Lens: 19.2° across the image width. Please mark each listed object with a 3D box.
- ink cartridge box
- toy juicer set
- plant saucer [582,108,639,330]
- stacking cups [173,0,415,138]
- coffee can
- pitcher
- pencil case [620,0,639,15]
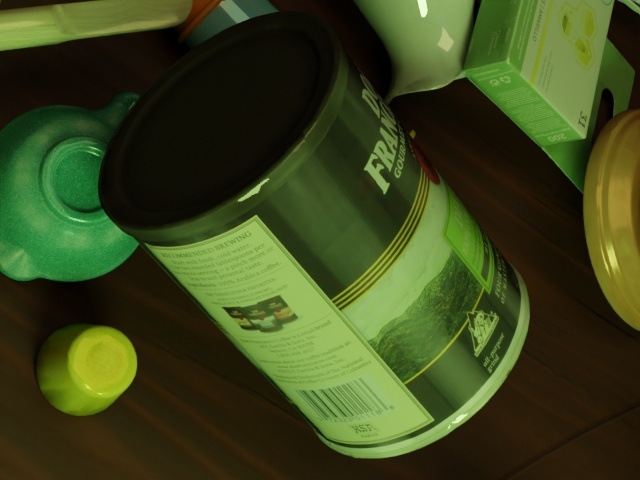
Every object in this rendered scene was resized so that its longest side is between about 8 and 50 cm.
[{"bbox_3d":[0.224,-0.153,1.652,0.235,0.056,0.171,39,54,-37],"label":"ink cartridge box"},{"bbox_3d":[-0.221,-0.046,1.396,0.209,0.089,0.329,12,76,-21],"label":"toy juicer set"},{"bbox_3d":[0.299,-0.019,1.657,0.200,0.037,0.200,9,79,-48],"label":"plant saucer"},{"bbox_3d":[-0.066,-0.162,1.526,0.316,0.096,0.096,44,56,-6],"label":"stacking cups"},{"bbox_3d":[0.000,0.000,1.374,0.275,0.201,0.201,50,51,-35],"label":"coffee can"},{"bbox_3d":[0.095,-0.230,1.637,0.178,0.125,0.207,-14,88,-51],"label":"pitcher"},{"bbox_3d":[0.246,-0.271,1.751,0.206,0.086,0.088,22,85,-19],"label":"pencil case"}]
